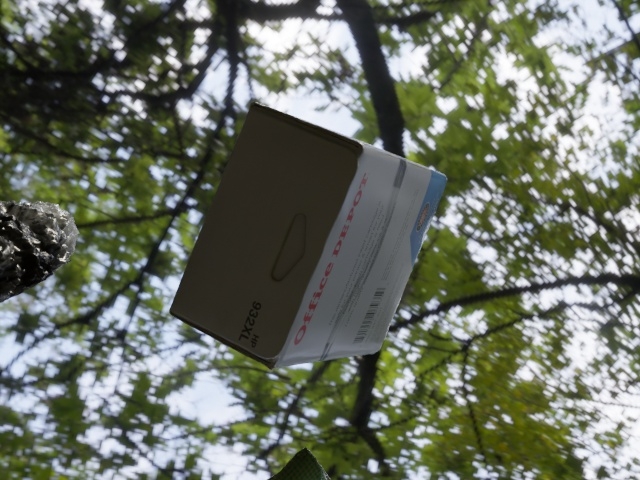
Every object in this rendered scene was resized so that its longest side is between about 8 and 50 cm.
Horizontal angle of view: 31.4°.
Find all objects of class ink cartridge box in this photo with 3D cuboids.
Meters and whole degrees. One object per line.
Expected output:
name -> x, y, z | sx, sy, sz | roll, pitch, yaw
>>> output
ink cartridge box -> 0.000, 0.000, 1.179 | 0.129, 0.307, 0.223 | 24, -84, 20

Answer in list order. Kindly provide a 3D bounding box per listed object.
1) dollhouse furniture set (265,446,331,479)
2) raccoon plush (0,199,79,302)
dollhouse furniture set -> -0.009, 0.171, 0.583 | 0.076, 0.152, 0.058 | -32, -121, -5
raccoon plush -> -0.412, -0.051, 0.963 | 0.216, 0.446, 0.299 | -10, -75, 16
